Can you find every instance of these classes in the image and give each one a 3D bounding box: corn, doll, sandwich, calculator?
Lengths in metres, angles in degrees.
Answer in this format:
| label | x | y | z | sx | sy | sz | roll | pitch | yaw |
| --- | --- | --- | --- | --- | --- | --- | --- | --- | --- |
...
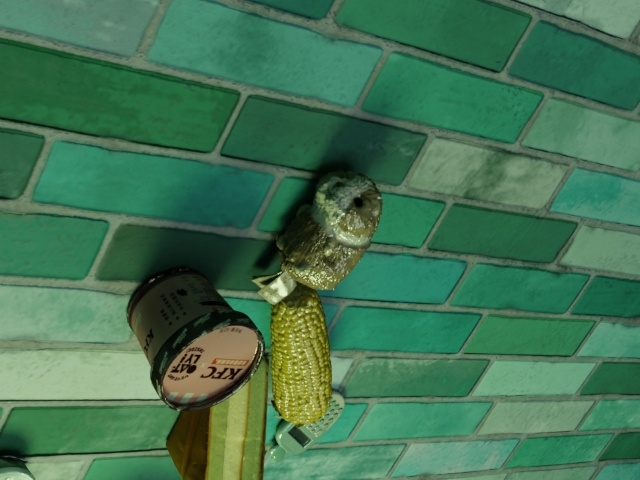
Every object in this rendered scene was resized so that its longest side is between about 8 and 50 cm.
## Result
| label | x | y | z | sx | sy | sz | roll | pitch | yaw |
| --- | --- | --- | --- | --- | --- | --- | --- | --- | --- |
| corn | -0.029 | 0.168 | 1.659 | 0.091 | 0.091 | 0.260 | 7 | 134 | 10 |
| doll | 0.003 | 0.007 | 1.521 | 0.221 | 0.105 | 0.115 | -54 | 146 | 12 |
| sandwich | -0.121 | 0.281 | 1.649 | 0.117 | 0.144 | 0.187 | 4 | 123 | -44 |
| calculator | -0.024 | 0.299 | 1.838 | 0.153 | 0.021 | 0.095 | -40 | 141 | -2 |

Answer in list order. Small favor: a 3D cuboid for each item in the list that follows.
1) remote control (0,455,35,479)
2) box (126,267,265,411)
| label | x | y | z | sx | sy | sz | roll | pitch | yaw |
| --- | --- | --- | --- | --- | --- | --- | --- | --- | --- |
| remote control | -0.465 | 0.389 | 1.544 | 0.104 | 0.052 | 0.247 | 10 | 120 | -42 |
| box | -0.167 | 0.121 | 1.471 | 0.151 | 0.135 | 0.151 | -23 | 141 | -20 |
